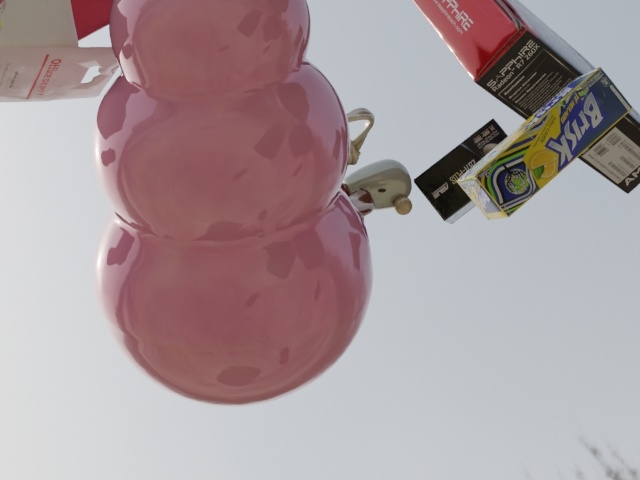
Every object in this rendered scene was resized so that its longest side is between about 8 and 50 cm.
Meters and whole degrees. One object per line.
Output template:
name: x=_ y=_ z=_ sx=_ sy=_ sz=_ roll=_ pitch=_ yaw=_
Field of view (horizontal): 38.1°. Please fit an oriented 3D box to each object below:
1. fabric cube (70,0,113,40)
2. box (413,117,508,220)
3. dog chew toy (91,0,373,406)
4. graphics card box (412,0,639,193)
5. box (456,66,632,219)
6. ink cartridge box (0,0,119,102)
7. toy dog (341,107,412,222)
fabric cube: x=-0.216 y=-0.360 z=0.813 sx=0.258 sy=0.259 sz=0.254 roll=-20 pitch=-47 yaw=28
box: x=0.229 y=-0.100 z=1.405 sx=0.147 sy=0.180 sz=0.077 roll=-38 pitch=-98 yaw=8
dog chew toy: x=-0.066 y=-0.050 z=0.652 sx=0.207 sy=0.206 sz=0.331 roll=-3 pitch=-62 yaw=-1
graphics card box: x=0.291 y=-0.224 z=1.227 sx=0.371 sy=0.232 sz=0.094 roll=23 pitch=-61 yaw=-40
box: x=0.219 y=-0.094 z=0.906 sx=0.169 sy=0.059 sz=0.054 roll=-41 pitch=-85 yaw=-8
ink cartridge box: x=-0.243 y=-0.145 z=0.673 sx=0.181 sy=0.061 sz=0.104 roll=-6 pitch=-10 yaw=-29
toy dog: x=0.000 y=0.000 z=1.244 sx=0.334 sy=0.161 sz=0.220 roll=-36 pitch=-28 yaw=-5
